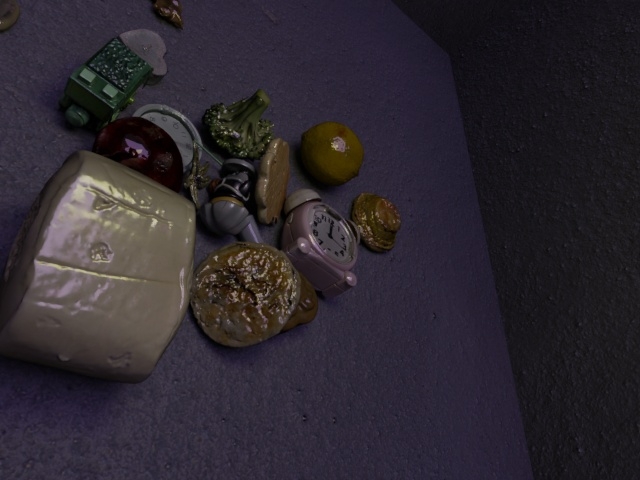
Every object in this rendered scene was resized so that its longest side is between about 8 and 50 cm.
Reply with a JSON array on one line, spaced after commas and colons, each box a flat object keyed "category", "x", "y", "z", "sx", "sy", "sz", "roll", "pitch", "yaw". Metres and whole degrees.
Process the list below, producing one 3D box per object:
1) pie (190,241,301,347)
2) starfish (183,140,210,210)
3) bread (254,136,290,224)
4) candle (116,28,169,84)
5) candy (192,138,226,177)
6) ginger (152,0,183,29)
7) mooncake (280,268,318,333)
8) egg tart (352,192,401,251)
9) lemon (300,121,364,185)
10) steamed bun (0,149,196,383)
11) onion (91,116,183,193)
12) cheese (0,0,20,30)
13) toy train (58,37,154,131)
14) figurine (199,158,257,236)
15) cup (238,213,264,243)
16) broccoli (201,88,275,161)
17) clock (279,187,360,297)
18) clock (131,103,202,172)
[{"category": "pie", "x": -0.217, "y": 0.147, "z": 1.319, "sx": 0.339, "sy": 0.077, "sz": 0.339, "roll": 4, "pitch": 67, "yaw": -8}, {"category": "starfish", "x": -0.388, "y": -0.201, "z": 1.395, "sx": 0.050, "sy": 0.217, "sz": 0.223, "roll": 9, "pitch": 21, "yaw": -1}, {"category": "bread", "x": -0.163, "y": -0.199, "z": 1.533, "sx": 0.054, "sy": 0.316, "sz": 0.316, "roll": 10, "pitch": 50, "yaw": 10}, {"category": "candle", "x": -0.586, "y": -0.612, "z": 1.464, "sx": 0.168, "sy": 0.068, "sz": 0.192, "roll": 15, "pitch": 57, "yaw": -43}, {"category": "candy", "x": -0.349, "y": -0.273, "z": 1.489, "sx": 0.202, "sy": 0.061, "sz": 0.061, "roll": 42, "pitch": 42, "yaw": -44}, {"category": "ginger", "x": -0.582, "y": -0.860, "z": 1.611, "sx": 0.214, "sy": 0.059, "sz": 0.133, "roll": 22, "pitch": 50, "yaw": -37}, {"category": "mooncake", "x": -0.121, "y": 0.181, "z": 1.457, "sx": 0.235, "sy": 0.117, "sz": 0.235, "roll": 19, "pitch": 59, "yaw": -35}, {"category": "egg tart", "x": 0.263, "y": -0.093, "z": 1.975, "sx": 0.294, "sy": 0.123, "sz": 0.294, "roll": 24, "pitch": 52, "yaw": -35}, {"category": "lemon", "x": 0.048, "y": -0.348, "z": 1.812, "sx": 0.267, "sy": 0.267, "sz": 0.267, "roll": 23, "pitch": 54, "yaw": -35}, {"category": "steamed bun", "x": -0.492, "y": 0.066, "z": 1.021, "sx": 0.371, "sy": 0.290, "sz": 0.456, "roll": 29, "pitch": 64, "yaw": -39}, {"category": "onion", "x": -0.480, "y": -0.200, "z": 1.216, "sx": 0.272, "sy": 0.195, "sz": 0.272, "roll": 0, "pitch": 90, "yaw": -46}, {"category": "cheese", "x": -0.869, "y": -0.580, "z": 1.191, "sx": 0.097, "sy": 0.037, "sz": 0.192, "roll": 16, "pitch": 59, "yaw": -37}, {"category": "toy train", "x": -0.603, "y": -0.429, "z": 1.258, "sx": 0.159, "sy": 0.188, "sz": 0.271, "roll": 37, "pitch": 49, "yaw": -23}, {"category": "figurine", "x": -0.296, "y": -0.130, "z": 1.420, "sx": 0.133, "sy": 0.176, "sz": 0.236, "roll": 42, "pitch": 49, "yaw": -46}, {"category": "cup", "x": -0.232, "y": -0.026, "z": 1.501, "sx": 0.116, "sy": 0.074, "sz": 0.104, "roll": 63, "pitch": 13, "yaw": -3}, {"category": "broccoli", "x": -0.264, "y": -0.406, "z": 1.531, "sx": 0.247, "sy": 0.243, "sz": 0.263, "roll": 10, "pitch": 51, "yaw": -43}, {"category": "clock", "x": 0.000, "y": 0.000, "z": 1.629, "sx": 0.342, "sy": 0.184, "sz": 0.326, "roll": 40, "pitch": 42, "yaw": -31}, {"category": "clock", "x": -0.487, "y": -0.312, "z": 1.404, "sx": 0.236, "sy": 0.053, "sz": 0.236, "roll": 21, "pitch": 59, "yaw": -38}]
